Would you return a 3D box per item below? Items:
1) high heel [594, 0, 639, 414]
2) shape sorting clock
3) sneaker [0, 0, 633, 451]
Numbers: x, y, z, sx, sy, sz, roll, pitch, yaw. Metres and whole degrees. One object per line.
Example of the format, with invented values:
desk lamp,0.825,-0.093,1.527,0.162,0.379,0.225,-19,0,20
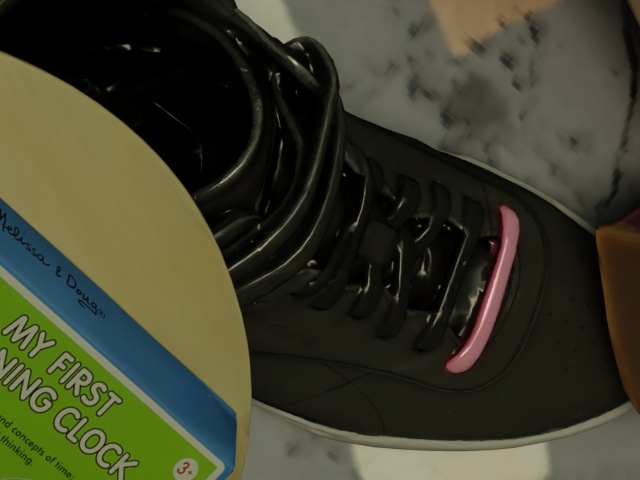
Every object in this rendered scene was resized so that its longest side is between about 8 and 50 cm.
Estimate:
high heel,0.152,-0.130,0.581,0.181,0.127,0.377,-30,128,-42
shape sorting clock,-0.113,0.050,0.444,0.206,0.040,0.206,-8,113,-20
sneaker,0.000,0.000,0.560,0.296,0.147,0.104,20,82,-18
